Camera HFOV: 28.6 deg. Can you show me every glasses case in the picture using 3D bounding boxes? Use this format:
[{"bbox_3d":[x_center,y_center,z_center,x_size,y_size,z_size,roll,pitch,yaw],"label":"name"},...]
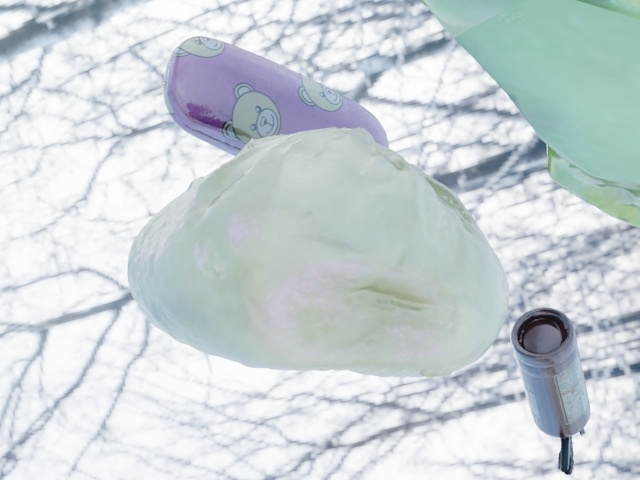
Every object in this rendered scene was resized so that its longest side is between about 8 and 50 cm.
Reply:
[{"bbox_3d":[-0.046,-0.144,1.512,0.316,0.076,0.123,21,-119,-30],"label":"glasses case"}]

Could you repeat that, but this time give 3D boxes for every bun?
[{"bbox_3d":[0.000,0.000,1.140,0.361,0.361,0.213,-5,-76,-65],"label":"bun"}]

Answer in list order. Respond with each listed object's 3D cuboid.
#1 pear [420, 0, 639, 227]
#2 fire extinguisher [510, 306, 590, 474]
[{"bbox_3d":[0.153,-0.134,0.543,0.282,0.176,0.286,46,-133,-31],"label":"pear"},{"bbox_3d":[0.269,0.183,1.440,0.231,0.071,0.099,69,-156,-44],"label":"fire extinguisher"}]
